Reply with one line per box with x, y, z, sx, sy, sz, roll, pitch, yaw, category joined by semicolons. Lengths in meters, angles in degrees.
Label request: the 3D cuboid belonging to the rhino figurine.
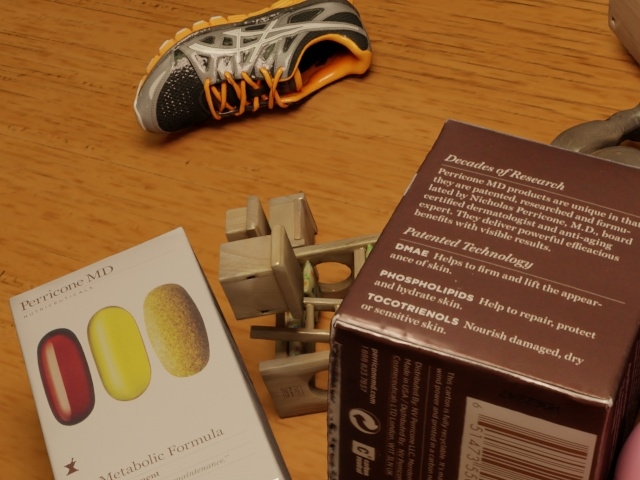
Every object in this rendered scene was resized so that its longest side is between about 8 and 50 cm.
0.248;-0.014;1.161;0.106;0.073;0.243;-29;46;-14;rhino figurine

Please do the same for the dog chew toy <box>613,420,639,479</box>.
0.241;0.207;0.875;0.206;0.206;0.332;-14;36;7;dog chew toy

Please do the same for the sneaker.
-0.055;-0.143;1.387;0.215;0.084;0.083;-27;50;-8;sneaker

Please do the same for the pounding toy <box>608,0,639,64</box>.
0.348;-0.156;1.253;0.181;0.094;0.206;-23;54;-9;pounding toy

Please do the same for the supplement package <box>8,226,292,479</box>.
-0.104;0.133;1.102;0.139;0.134;0.244;-23;45;-3;supplement package

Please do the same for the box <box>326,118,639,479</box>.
0.117;0.064;1.027;0.167;0.168;0.203;15;45;16;box

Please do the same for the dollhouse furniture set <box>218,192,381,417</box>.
0.000;0.000;1.172;0.101;0.161;0.182;-10;46;10;dollhouse furniture set
